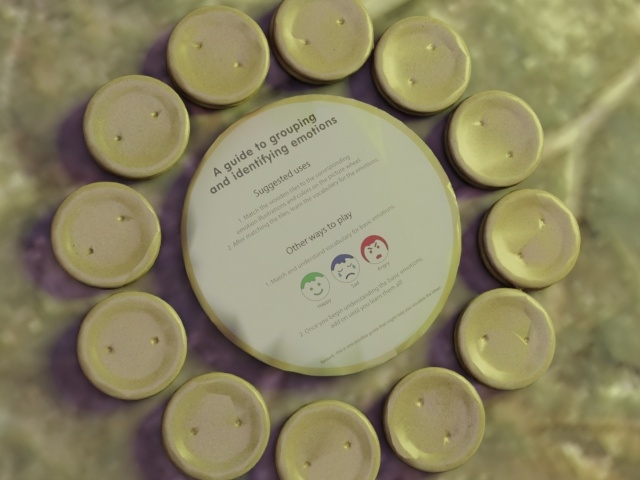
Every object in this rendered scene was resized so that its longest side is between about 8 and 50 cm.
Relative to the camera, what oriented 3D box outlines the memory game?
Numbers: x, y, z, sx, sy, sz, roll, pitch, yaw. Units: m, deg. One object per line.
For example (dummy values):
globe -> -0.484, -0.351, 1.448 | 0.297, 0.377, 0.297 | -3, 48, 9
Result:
memory game -> 0.000, 0.000, 0.410 | 0.186, 0.012, 0.186 | 1, 82, -9
